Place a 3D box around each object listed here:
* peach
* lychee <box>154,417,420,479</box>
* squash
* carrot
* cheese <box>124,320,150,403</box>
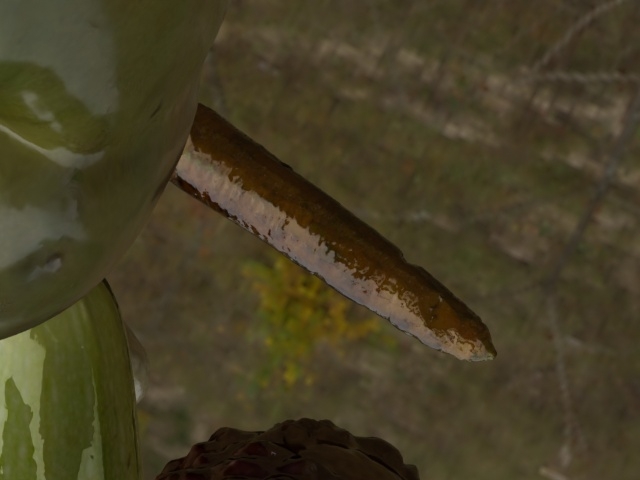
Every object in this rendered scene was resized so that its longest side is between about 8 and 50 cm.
[{"bbox_3d":[-0.147,-0.114,0.643,0.247,0.292,0.292,-5,158,0],"label":"peach"},{"bbox_3d":[-0.020,0.171,0.722,0.188,0.188,0.188,24,161,9],"label":"lychee"},{"bbox_3d":[-0.139,0.096,0.913,0.137,0.137,0.287,19,118,23],"label":"squash"},{"bbox_3d":[0.000,0.000,1.355,0.314,0.066,0.066,37,163,12],"label":"carrot"},{"bbox_3d":[-0.252,0.105,1.510,0.218,0.117,0.235,1,146,-39],"label":"cheese"}]
